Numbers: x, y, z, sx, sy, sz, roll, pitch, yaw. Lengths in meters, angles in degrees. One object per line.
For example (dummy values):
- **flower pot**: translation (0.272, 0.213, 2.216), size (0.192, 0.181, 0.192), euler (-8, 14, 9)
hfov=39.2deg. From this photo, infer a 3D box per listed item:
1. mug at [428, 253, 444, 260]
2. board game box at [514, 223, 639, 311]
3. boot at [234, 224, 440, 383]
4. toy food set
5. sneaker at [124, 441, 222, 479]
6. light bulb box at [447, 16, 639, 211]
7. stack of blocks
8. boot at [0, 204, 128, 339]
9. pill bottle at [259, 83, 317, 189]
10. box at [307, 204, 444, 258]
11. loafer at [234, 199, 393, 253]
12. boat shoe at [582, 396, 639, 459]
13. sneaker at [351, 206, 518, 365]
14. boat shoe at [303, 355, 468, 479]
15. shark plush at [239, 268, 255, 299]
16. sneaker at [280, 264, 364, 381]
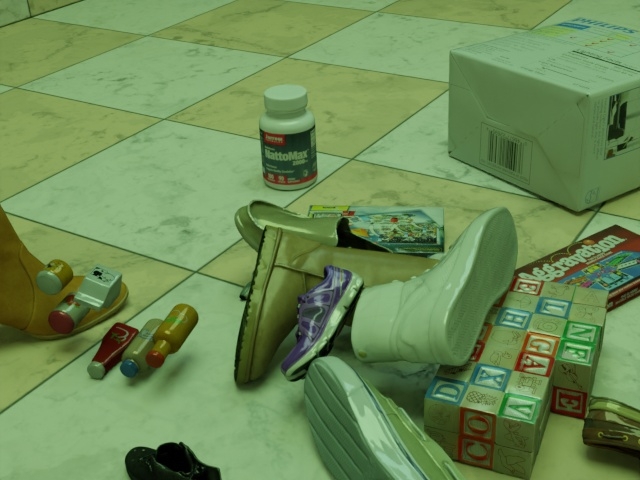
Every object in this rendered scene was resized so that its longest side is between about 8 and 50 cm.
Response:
- **mug**: translation (0.186, 0.056, 1.369), size (0.062, 0.078, 0.064), euler (-30, 16, 16)
- **board game box**: translation (0.415, 0.052, 1.374), size (0.281, 0.027, 0.145), euler (-21, 33, -29)
- **boot**: translation (0.032, 0.105, 1.227), size (0.269, 0.089, 0.236), euler (14, 71, -5)
- **toy food set**: translation (-0.295, 0.117, 1.224), size (0.232, 0.111, 0.104), euler (21, 37, 6)
- **sneaker**: translation (-0.167, 0.252, 1.001), size (0.051, 0.089, 0.170), euler (-25, 36, -34)
- **light bulb box**: translation (0.493, -0.259, 1.721), size (0.361, 0.225, 0.358), euler (-19, 32, -28)
- **stack of blocks**: translation (0.253, 0.160, 1.131), size (0.171, 0.087, 0.297), euler (10, 31, 21)
- **boot**: translation (-0.428, 0.039, 1.283), size (0.295, 0.211, 0.104), euler (-16, 33, -23)
- **pill bottle**: translation (-0.062, -0.197, 1.705), size (0.108, 0.180, 0.108), euler (-3, 29, 1)
- **box**: translation (0.087, -0.002, 1.482), size (0.233, 0.044, 0.159), euler (1, 30, 7)
- **loafer**: translation (0.000, 0.000, 1.354), size (0.268, 0.092, 0.102), euler (26, 30, 3)
- **boat shoe**: translation (0.384, 0.238, 1.019), size (0.178, 0.064, 0.060), euler (20, 69, 21)
- **sneaker**: translation (0.142, 0.053, 1.163), size (0.169, 0.108, 0.292), euler (-8, 26, 36)
- **boat shoe**: translation (0.076, 0.241, 1.011), size (0.094, 0.109, 0.302), euler (0, 32, -31)
- **shark plush**: translation (-0.064, 0.039, 1.397), size (0.073, 0.067, 0.161), euler (13, 33, 26)
- **sneaker**: translation (-0.009, 0.105, 1.155), size (0.071, 0.068, 0.170), euler (26, 61, 10)
